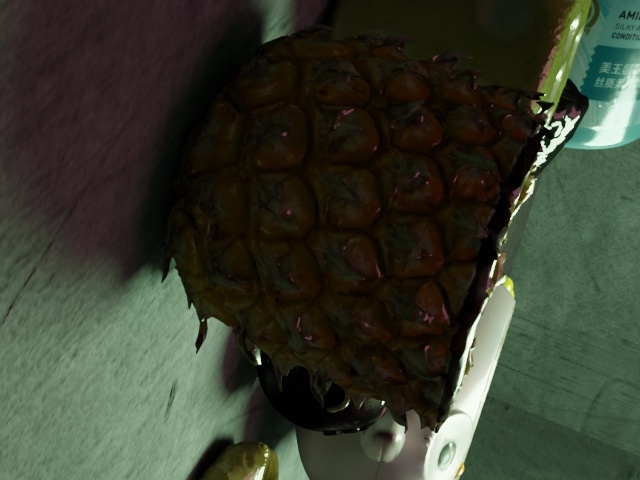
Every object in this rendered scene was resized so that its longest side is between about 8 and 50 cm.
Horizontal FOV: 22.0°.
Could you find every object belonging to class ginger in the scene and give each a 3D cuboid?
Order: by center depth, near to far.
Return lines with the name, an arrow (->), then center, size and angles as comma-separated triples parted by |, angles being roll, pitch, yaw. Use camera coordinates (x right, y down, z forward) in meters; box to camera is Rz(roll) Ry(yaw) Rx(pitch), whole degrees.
ginger -> -0.095, 0.281, 1.954 | 0.190, 0.069, 0.095 | 34, 73, -76

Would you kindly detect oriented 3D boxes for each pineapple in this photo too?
pineapple -> 0.033, -0.016, 1.472 | 0.352, 0.300, 0.352 | 21, 90, -76

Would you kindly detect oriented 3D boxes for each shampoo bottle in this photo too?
shampoo bottle -> 0.325, -0.338, 2.111 | 0.331, 0.331, 0.342 | -50, 159, -55

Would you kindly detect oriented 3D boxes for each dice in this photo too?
dice -> 0.142, -0.204, 1.764 | 0.227, 0.238, 0.233 | 6, 104, -78

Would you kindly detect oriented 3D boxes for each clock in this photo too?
clock -> 0.094, 0.196, 2.204 | 0.376, 0.250, 0.368 | -65, 170, -45

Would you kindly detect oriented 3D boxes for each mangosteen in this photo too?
mangosteen -> 0.015, 0.112, 1.932 | 0.194, 0.194, 0.230 | 21, 64, -77

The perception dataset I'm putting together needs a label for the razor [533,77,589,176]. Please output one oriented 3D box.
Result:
razor -> 0.170, -0.094, 2.014 | 0.327, 0.189, 0.107 | -47, -133, 40
